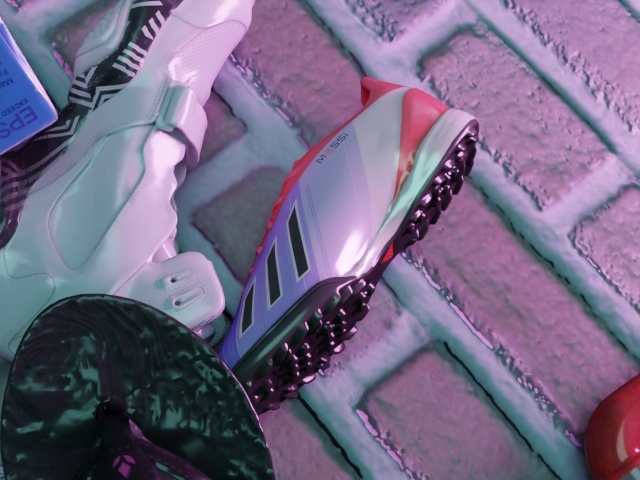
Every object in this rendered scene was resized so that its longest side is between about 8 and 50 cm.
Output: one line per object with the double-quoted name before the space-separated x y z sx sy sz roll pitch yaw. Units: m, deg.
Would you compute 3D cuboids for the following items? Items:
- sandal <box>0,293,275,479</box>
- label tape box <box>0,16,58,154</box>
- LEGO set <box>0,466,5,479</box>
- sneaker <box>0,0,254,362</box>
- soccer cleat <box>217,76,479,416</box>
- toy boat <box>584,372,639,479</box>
"sandal" -0.087 0.245 0.626 0.168 0.107 0.445 -12 85 -14
"label tape box" -0.354 -0.123 0.757 0.241 0.105 0.333 -33 36 -8
"LEGO set" -0.314 0.237 0.715 0.244 0.060 0.182 16 69 -14
"sneaker" -0.125 -0.035 0.780 0.210 0.137 0.365 38 75 5
"soccer cleat" 0.000 0.000 0.804 0.116 0.108 0.318 32 68 18
"toy boat" 0.322 0.138 0.760 0.231 0.151 0.151 -31 78 -16
